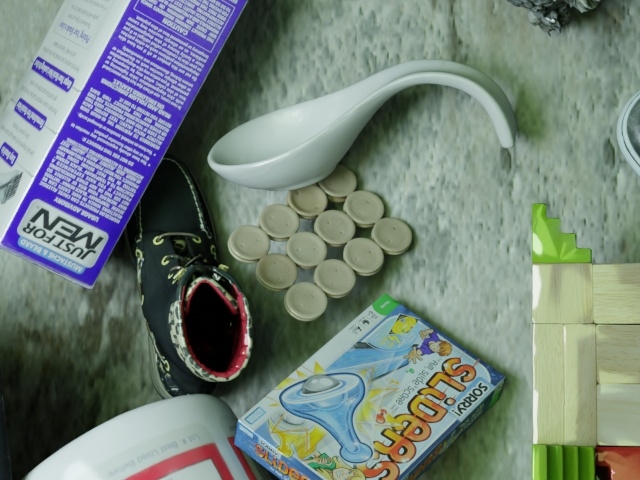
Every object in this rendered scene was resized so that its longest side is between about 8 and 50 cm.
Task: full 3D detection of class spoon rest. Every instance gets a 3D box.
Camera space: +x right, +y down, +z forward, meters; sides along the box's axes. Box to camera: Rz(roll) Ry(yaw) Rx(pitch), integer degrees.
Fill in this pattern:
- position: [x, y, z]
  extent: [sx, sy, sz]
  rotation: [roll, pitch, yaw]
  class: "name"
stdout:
- position: [0.031, -0.105, 1.473]
  extent: [0.276, 0.137, 0.084]
  rotation: [-9, 113, 12]
  class: "spoon rest"

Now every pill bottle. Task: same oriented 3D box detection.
- position: [-0.084, 0.351, 1.377]
  extent: [0.229, 0.229, 0.408]
  rotation: [-35, 72, 12]
  class: "pill bottle"

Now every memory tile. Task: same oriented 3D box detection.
- position: [0.000, 0.000, 1.473]
  extent: [0.148, 0.012, 0.113]
  rotation: [-36, 71, -29]
  class: "memory tile"

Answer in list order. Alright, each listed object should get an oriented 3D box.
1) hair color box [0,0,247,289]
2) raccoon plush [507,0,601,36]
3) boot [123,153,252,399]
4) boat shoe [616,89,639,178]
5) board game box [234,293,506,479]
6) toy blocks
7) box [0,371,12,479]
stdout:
- position: [-0.193, -0.144, 1.515]
  extent: [0.339, 0.110, 0.185]
  rotation: [-60, 27, 2]
  class: "hair color box"
- position: [0.283, -0.371, 1.386]
  extent: [0.446, 0.216, 0.299]
  rotation: [-23, 86, 12]
  class: "raccoon plush"
- position: [-0.113, 0.024, 1.462]
  extent: [0.085, 0.178, 0.236]
  rotation: [-6, 83, -16]
  class: "boot"
- position: [0.388, -0.045, 1.328]
  extent: [0.335, 0.119, 0.121]
  rotation: [27, 91, 21]
  class: "boat shoe"
- position: [0.044, 0.143, 1.401]
  extent: [0.136, 0.035, 0.201]
  rotation: [34, 50, 21]
  class: "board game box"
- position: [0.299, 0.164, 1.317]
  extent: [0.261, 0.191, 0.381]
  rotation: [-1, 82, 8]
  class: "toy blocks"
- position: [-0.366, 0.240, 1.430]
  extent: [0.318, 0.097, 0.395]
  rotation: [4, 102, 53]
  class: "box"
